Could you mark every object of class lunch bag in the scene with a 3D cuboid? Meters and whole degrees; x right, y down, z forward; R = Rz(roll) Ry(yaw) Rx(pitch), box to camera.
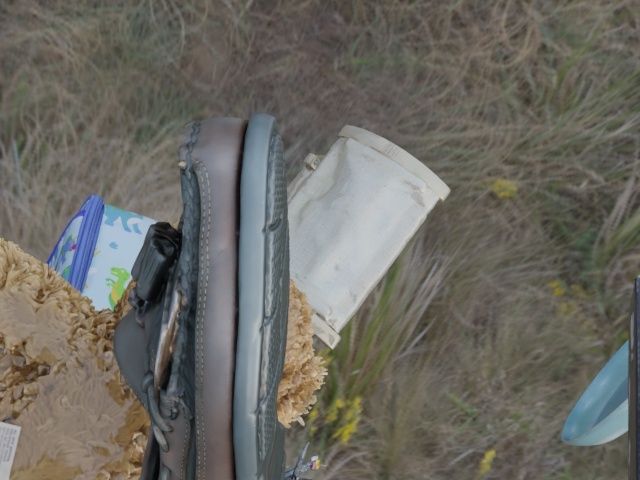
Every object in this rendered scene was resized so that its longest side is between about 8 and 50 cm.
[{"bbox_3d":[-0.224,0.078,0.909,0.090,0.219,0.176,23,42,-19],"label":"lunch bag"}]

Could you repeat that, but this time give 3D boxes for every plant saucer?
[{"bbox_3d":[0.461,0.177,1.397,0.043,0.317,0.317,41,74,7],"label":"plant saucer"}]

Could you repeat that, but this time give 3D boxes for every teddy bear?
[{"bbox_3d":[-0.162,0.116,0.600,0.245,0.113,0.338,39,83,-12],"label":"teddy bear"}]

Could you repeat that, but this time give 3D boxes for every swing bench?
[{"bbox_3d":[0.000,0.000,1.299,0.165,0.254,0.253,40,73,-6],"label":"swing bench"}]

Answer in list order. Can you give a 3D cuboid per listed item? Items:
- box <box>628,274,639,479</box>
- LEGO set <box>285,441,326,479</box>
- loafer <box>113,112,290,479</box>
[{"bbox_3d":[0.267,0.162,0.582,0.165,0.143,0.271,-1,78,16],"label":"box"},{"bbox_3d":[-0.133,0.393,1.222,0.254,0.192,0.332,16,88,-43],"label":"LEGO set"},{"bbox_3d":[-0.058,0.069,0.433,0.084,0.268,0.096,4,35,2],"label":"loafer"}]
